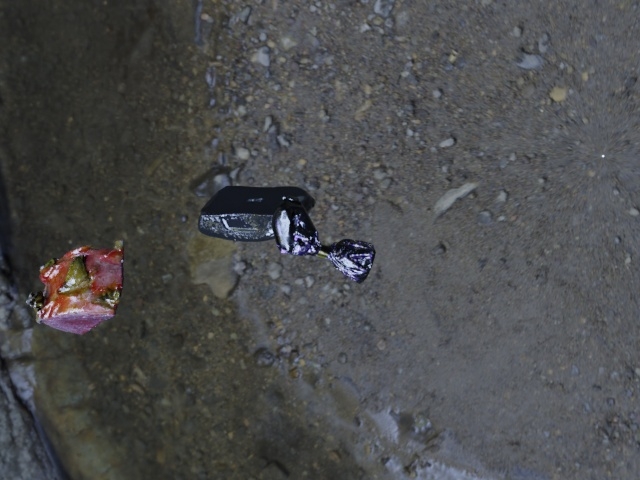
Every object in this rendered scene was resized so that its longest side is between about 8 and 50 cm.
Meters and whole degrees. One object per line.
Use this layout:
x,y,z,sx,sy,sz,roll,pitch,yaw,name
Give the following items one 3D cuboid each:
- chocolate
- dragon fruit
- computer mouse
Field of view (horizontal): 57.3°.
-0.001,0.003,0.783,0.147,0.070,0.072,27,67,-7,chocolate
-0.324,0.061,0.759,0.147,0.096,0.102,-36,45,38,dragon fruit
-0.110,-0.044,1.022,0.217,0.122,0.073,4,124,22,computer mouse
